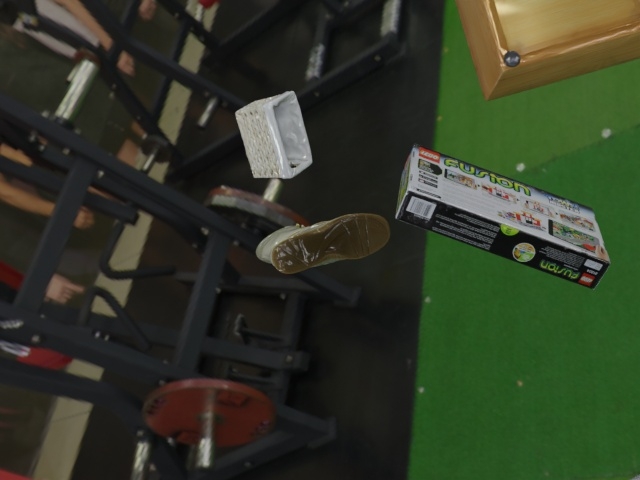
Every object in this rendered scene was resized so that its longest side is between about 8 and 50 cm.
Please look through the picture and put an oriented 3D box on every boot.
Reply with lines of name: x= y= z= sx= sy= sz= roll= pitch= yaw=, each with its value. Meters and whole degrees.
boot: x=0.000 y=0.000 z=1.305 sx=0.165 sy=0.213 sz=0.077 roll=-171 pitch=65 yaw=-73

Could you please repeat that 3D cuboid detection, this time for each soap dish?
soap dish: x=0.364 y=-0.365 z=1.140 sx=0.290 sy=0.118 sz=0.229 roll=-15 pitch=86 yaw=6

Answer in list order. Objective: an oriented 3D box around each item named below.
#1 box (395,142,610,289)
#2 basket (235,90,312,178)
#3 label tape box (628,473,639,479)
box: x=0.182 y=-0.028 z=0.757 sx=0.114 sy=0.206 sz=0.036 roll=-72 pitch=2 yaw=-58
basket: x=-0.101 y=-0.223 z=1.605 sx=0.103 sy=0.167 sz=0.113 roll=-4 pitch=22 yaw=30
label tape box: x=0.263 y=0.304 z=0.533 sx=0.333 sy=0.106 sz=0.241 roll=-20 pitch=44 yaw=-16
